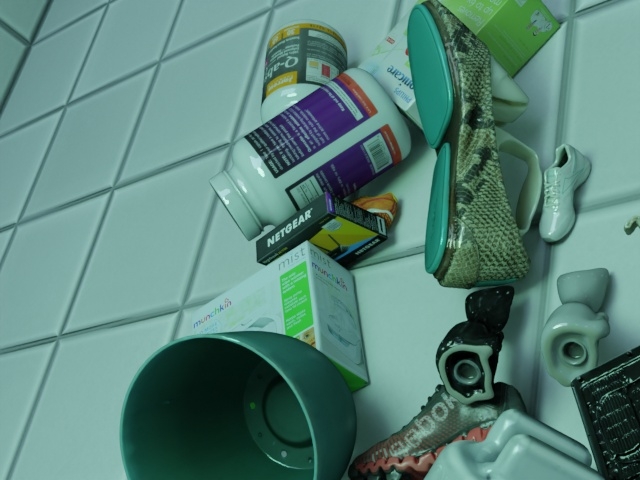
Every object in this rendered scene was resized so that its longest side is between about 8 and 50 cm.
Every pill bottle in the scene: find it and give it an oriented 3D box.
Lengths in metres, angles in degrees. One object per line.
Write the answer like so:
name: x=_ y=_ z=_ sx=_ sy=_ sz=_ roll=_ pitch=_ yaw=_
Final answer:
pill bottle: x=-0.020 y=-0.138 z=1.750 sx=0.323 sy=0.181 sz=0.181 roll=-33 pitch=37 yaw=-5
pill bottle: x=-0.030 y=-0.274 z=1.966 sx=0.162 sy=0.162 sz=0.278 roll=-26 pitch=43 yaw=30

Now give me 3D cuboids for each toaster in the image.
toaster: x=0.390 y=0.207 z=1.152 sx=0.168 sy=0.110 sz=0.185 roll=-34 pitch=39 yaw=24

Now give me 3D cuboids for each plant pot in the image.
plant pot: x=-0.085 y=0.256 z=1.414 sx=0.293 sy=0.235 sz=0.292 roll=2 pitch=94 yaw=25

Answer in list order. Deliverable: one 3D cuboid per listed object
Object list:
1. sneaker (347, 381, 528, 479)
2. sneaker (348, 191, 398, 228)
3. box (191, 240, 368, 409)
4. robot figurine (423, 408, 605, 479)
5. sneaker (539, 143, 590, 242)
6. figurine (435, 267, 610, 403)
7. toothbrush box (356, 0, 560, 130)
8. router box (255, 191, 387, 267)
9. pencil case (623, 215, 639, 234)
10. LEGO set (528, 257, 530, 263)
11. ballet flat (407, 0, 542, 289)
sneaker: x=0.157 y=0.261 z=1.365 sx=0.276 sy=0.098 sz=0.135 roll=-24 pitch=45 yaw=29
sneaker: x=0.059 y=-0.040 z=1.770 sx=0.175 sy=0.064 sz=0.067 roll=-8 pitch=39 yaw=34
box: x=-0.070 y=0.169 z=1.663 sx=0.262 sy=0.127 sz=0.231 roll=-32 pitch=42 yaw=25
robot figurine: x=0.170 y=0.364 z=1.147 sx=0.353 sy=0.200 sz=0.300 roll=-61 pitch=0 yaw=11
sneaker: x=0.337 y=-0.069 z=1.486 sx=0.054 sy=0.061 sz=0.152 roll=-1 pitch=60 yaw=44
figurine: x=0.270 y=0.104 z=1.336 sx=0.215 sy=0.092 sz=0.209 roll=-13 pitch=21 yaw=22
toothbrush box: x=0.228 y=-0.328 z=1.772 sx=0.283 sy=0.122 sz=0.206 roll=-48 pitch=36 yaw=7
router box: x=0.000 y=0.000 z=1.699 sx=0.179 sy=0.133 sz=0.046 roll=-35 pitch=47 yaw=37
pencil case: x=0.552 y=-0.063 z=1.165 sx=0.410 sy=0.160 sz=0.183 roll=-35 pitch=56 yaw=21
LEGO set: x=0.268 y=0.036 z=1.508 sx=0.083 sy=0.023 sz=0.054 roll=37 pitch=91 yaw=41
ballet flat: x=0.233 y=-0.145 z=1.544 sx=0.164 sy=0.182 sz=0.482 roll=111 pitch=159 yaw=-60
